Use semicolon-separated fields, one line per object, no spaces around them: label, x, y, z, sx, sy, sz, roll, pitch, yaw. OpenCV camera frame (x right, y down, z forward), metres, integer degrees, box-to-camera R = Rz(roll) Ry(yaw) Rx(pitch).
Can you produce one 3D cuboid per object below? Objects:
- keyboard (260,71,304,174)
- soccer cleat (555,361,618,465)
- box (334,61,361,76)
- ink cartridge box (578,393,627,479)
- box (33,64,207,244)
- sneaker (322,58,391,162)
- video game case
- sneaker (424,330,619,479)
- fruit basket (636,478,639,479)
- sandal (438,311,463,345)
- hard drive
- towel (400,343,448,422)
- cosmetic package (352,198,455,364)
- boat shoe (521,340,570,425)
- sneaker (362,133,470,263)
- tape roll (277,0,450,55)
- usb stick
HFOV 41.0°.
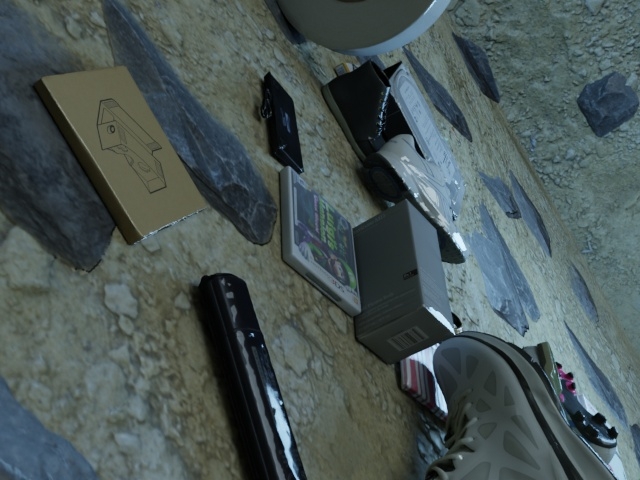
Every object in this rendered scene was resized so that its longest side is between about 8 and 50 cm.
keyboard;-0.070;-0.197;1.392;0.108;0.023;0.180;45;27;-46
soccer cleat;0.504;0.376;1.826;0.116;0.143;0.331;13;22;-19
box;0.081;-0.338;1.843;0.081;0.028;0.136;63;21;4
ink cartridge box;0.600;0.477;1.902;0.158;0.092;0.217;45;26;-33
box;-0.221;-0.103;0.981;0.201;0.021;0.164;60;24;-4
sneaker;0.109;-0.234;1.667;0.222;0.118;0.083;55;24;-13
video game case;0.000;0.000;1.310;0.173;0.022;0.190;42;30;-37
sneaker;0.207;0.285;1.202;0.447;0.258;0.169;-125;-145;-55
fruit basket;0.761;0.669;1.805;0.283;0.392;0.392;54;23;2
sandal;0.218;0.148;1.536;0.219;0.060;0.090;53;25;-17
hard drive;0.221;-0.220;1.914;0.338;0.064;0.237;62;23;-14
towel;0.181;0.225;1.423;0.197;0.029;0.144;42;33;-36
cosmetic package;0.124;0.063;1.363;0.107;0.127;0.238;41;29;-38
boat shoe;0.433;0.330;1.713;0.302;0.103;0.113;-79;147;-57
sneaker;0.211;-0.079;1.662;0.129;0.111;0.297;-50;115;-31
tape roll;0.083;-0.550;1.635;0.072;0.392;0.391;0;64;-64
usb stick;-0.074;0.164;0.952;0.077;0.045;0.278;27;40;-63
